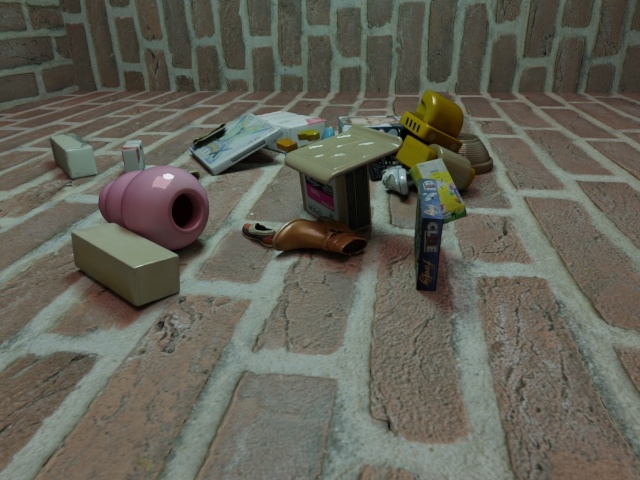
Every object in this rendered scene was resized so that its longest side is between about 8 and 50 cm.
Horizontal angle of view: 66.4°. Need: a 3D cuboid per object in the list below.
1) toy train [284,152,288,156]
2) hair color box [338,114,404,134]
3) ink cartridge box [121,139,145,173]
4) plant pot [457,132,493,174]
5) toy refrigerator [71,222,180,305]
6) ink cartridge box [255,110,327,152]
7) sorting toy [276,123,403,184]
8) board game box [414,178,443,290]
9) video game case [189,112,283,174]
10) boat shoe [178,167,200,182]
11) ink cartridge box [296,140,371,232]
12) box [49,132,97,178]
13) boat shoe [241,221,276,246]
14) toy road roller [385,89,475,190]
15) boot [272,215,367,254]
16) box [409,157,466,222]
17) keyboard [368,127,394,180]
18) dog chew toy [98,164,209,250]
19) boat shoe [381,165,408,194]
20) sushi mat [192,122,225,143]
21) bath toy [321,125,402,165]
[{"bbox_3d":[-0.105,-0.315,1.879,0.036,0.027,0.158,-20,30,-13],"label":"toy train"},{"bbox_3d":[0.251,-0.414,1.890,0.347,0.105,0.174,-4,27,-6],"label":"hair color box"},{"bbox_3d":[-0.683,-0.304,1.793,0.056,0.099,0.135,-6,26,-10],"label":"ink cartridge box"},{"bbox_3d":[0.504,-0.323,1.772,0.237,0.110,0.237,-2,25,1],"label":"plant pot"},{"bbox_3d":[-0.424,0.047,1.056,0.269,0.094,0.102,20,26,36],"label":"toy refrigerator"},{"bbox_3d":[-0.141,-0.462,2.081,0.207,0.117,0.283,-23,33,-38],"label":"ink cartridge box"},{"bbox_3d":[0.028,-0.226,1.229,0.229,0.041,0.307,-29,35,-21],"label":"sorting toy"},{"bbox_3d":[0.235,-0.021,1.083,0.042,0.165,0.243,3,26,8],"label":"board game box"},{"bbox_3d":[-0.335,-0.383,1.893,0.299,0.036,0.329,-34,34,-12],"label":"video game case"},{"bbox_3d":[-0.428,-0.159,1.474,0.098,0.109,0.302,-3,20,-2],"label":"boat shoe"},{"bbox_3d":[0.033,-0.146,1.318,0.088,0.193,0.234,-20,31,-26],"label":"ink cartridge box"},{"bbox_3d":[-0.924,-0.319,1.826,0.094,0.113,0.275,-18,31,-34],"label":"box"},{"bbox_3d":[-0.156,-0.024,1.247,0.049,0.043,0.137,-22,31,-34],"label":"boat shoe"},{"bbox_3d":[0.369,-0.327,1.563,0.202,0.241,0.330,15,24,-30],"label":"toy road roller"},{"bbox_3d":[0.000,0.000,1.160,0.197,0.073,0.152,-22,36,-32],"label":"boot"},{"bbox_3d":[0.331,-0.135,1.365,0.105,0.179,0.043,-17,-14,-29],"label":"box"},{"bbox_3d":[0.193,-0.302,1.669,0.100,0.192,0.038,-15,-9,-22],"label":"keyboard"},{"bbox_3d":[-0.434,-0.086,1.226,0.331,0.207,0.206,8,26,38],"label":"dog chew toy"},{"bbox_3d":[0.233,-0.186,1.549,0.075,0.083,0.226,-10,13,7],"label":"boat shoe"},{"bbox_3d":[-0.463,-0.453,2.056,0.151,0.019,0.316,-29,17,-3],"label":"sushi mat"},{"bbox_3d":[0.177,-0.318,1.760,0.348,0.151,0.129,0,59,-6],"label":"bath toy"}]
